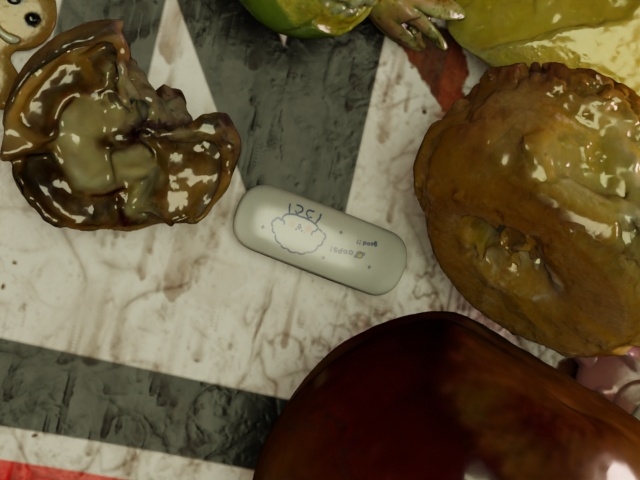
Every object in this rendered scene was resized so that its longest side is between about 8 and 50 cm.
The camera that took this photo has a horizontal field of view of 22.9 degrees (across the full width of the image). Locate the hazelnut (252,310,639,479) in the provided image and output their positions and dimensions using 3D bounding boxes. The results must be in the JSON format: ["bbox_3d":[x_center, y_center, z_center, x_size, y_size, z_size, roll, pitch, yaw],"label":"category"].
[{"bbox_3d":[0.150,0.282,1.582,0.429,0.402,0.402,33,83,-13],"label":"hazelnut"}]

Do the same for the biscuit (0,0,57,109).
[{"bbox_3d":[-0.381,-0.195,1.661,0.240,0.035,0.158,-40,99,-8],"label":"biscuit"}]

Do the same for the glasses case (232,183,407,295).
[{"bbox_3d":[0.000,0.000,1.721,0.197,0.049,0.076,22,86,-10],"label":"glasses case"}]

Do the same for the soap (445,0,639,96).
[{"bbox_3d":[0.376,-0.232,1.764,0.427,0.115,0.306,30,81,-9],"label":"soap"}]

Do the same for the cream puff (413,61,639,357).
[{"bbox_3d":[0.269,-0.040,1.637,0.231,0.343,0.327,-51,133,-27],"label":"cream puff"}]

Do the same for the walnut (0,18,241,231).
[{"bbox_3d":[-0.215,-0.102,1.640,0.238,0.141,0.204,42,93,-10],"label":"walnut"}]

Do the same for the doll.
[{"bbox_3d":[0.361,0.166,1.766,0.262,0.093,0.211,-42,94,-4],"label":"doll"}]

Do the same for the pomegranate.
[{"bbox_3d":[0.027,-0.309,1.666,0.302,0.236,0.236,31,83,-40],"label":"pomegranate"}]
